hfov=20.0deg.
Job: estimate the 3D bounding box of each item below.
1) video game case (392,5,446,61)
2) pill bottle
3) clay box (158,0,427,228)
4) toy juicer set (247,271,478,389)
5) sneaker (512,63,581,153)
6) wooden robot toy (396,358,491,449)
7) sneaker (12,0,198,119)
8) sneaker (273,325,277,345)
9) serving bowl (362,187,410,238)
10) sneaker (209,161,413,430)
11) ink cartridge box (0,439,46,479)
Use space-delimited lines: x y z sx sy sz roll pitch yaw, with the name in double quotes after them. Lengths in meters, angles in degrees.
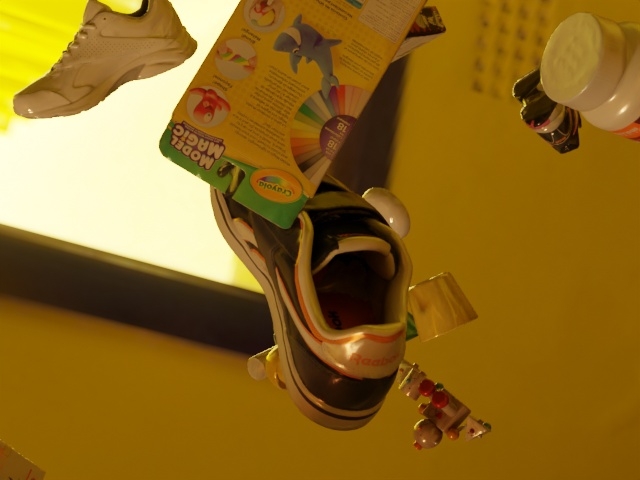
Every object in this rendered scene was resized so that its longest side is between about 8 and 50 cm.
0.004 -0.211 2.169 0.232 0.210 0.042 -26 -97 36 "video game case"
0.353 -0.166 1.965 0.121 0.221 0.121 -31 -129 49 "pill bottle"
-0.024 -0.130 1.422 0.222 0.127 0.053 -59 -175 -8 "clay box"
0.027 0.133 2.061 0.089 0.209 0.329 66 -25 1 "toy juicer set"
0.283 -0.159 2.225 0.072 0.077 0.178 -29 -157 24 "sneaker"
0.128 0.211 2.185 0.079 0.076 0.173 -53 -133 2 "wooden robot toy"
-0.268 -0.224 2.146 0.115 0.232 0.090 66 -13 -19 "sneaker"
-0.015 0.080 2.216 0.067 0.078 0.188 -139 -127 -71 "sneaker"
0.084 -0.031 2.527 0.027 0.083 0.083 -40 -176 -37 "serving bowl"
0.000 0.000 1.587 0.127 0.126 0.321 -62 -139 43 "sneaker"
-0.392 0.289 2.116 0.061 0.181 0.104 -27 -147 43 "ink cartridge box"
